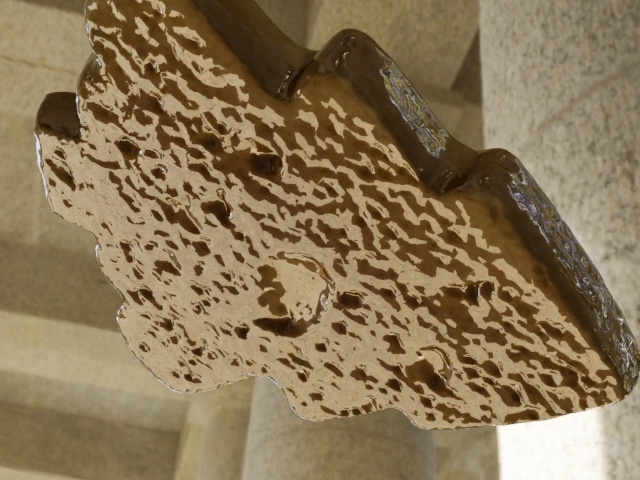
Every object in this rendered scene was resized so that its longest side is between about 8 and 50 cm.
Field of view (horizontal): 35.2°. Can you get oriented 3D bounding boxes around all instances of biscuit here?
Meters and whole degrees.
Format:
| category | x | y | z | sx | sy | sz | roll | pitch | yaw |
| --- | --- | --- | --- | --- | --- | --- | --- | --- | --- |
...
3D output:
| category | x | y | z | sx | sy | sz | roll | pitch | yaw |
| --- | --- | --- | --- | --- | --- | --- | --- | --- | --- |
| biscuit | 0.000 | 0.000 | 0.367 | 0.238 | 0.041 | 0.212 | 20 | -46 | 16 |
